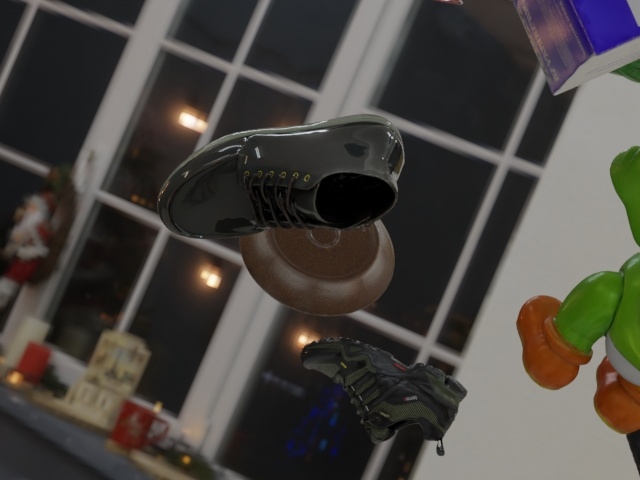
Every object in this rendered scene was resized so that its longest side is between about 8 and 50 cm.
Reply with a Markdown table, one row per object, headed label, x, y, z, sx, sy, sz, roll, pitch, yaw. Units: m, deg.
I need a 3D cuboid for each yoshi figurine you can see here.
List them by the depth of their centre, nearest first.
| label | x | y | z | sx | sy | sz | roll | pitch | yaw |
| --- | --- | --- | --- | --- | --- | --- | --- | --- | --- |
| yoshi figurine | 0.350 | 0.005 | 1.305 | 0.203 | 0.362 | 0.203 | -6 | 56 | -43 |

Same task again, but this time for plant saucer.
| label | x | y | z | sx | sy | sz | roll | pitch | yaw |
| --- | --- | --- | --- | --- | --- | --- | --- | --- | --- |
| plant saucer | 0.000 | 0.000 | 1.709 | 0.198 | 0.198 | 0.036 | 23 | -37 | 1 |

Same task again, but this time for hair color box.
| label | x | y | z | sx | sy | sz | roll | pitch | yaw |
| --- | --- | --- | --- | --- | --- | --- | --- | --- | --- |
| hair color box | 0.268 | -0.214 | 1.138 | 0.339 | 0.185 | 0.110 | 5 | 61 | -85 |

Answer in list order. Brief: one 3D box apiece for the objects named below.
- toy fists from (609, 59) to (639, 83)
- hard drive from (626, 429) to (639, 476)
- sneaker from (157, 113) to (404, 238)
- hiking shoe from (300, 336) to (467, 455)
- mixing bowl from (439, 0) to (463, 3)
| label | x | y | z | sx | sy | sz | roll | pitch | yaw |
| --- | --- | --- | --- | --- | --- | --- | --- | --- | --- |
| toy fists | 0.449 | -0.258 | 1.676 | 0.279 | 0.142 | 0.096 | 3 | -20 | 41 |
| hard drive | 0.531 | 0.347 | 1.893 | 0.237 | 0.064 | 0.339 | 36 | 22 | -18 |
| sneaker | -0.040 | -0.042 | 1.157 | 0.222 | 0.083 | 0.118 | -17 | 22 | 11 |
| hiking shoe | 0.067 | 0.198 | 1.777 | 0.227 | 0.114 | 0.086 | 16 | -12 | 22 |
| mixing bowl | 0.066 | -0.305 | 1.399 | 0.181 | 0.098 | 0.181 | 12 | 14 | -3 |
